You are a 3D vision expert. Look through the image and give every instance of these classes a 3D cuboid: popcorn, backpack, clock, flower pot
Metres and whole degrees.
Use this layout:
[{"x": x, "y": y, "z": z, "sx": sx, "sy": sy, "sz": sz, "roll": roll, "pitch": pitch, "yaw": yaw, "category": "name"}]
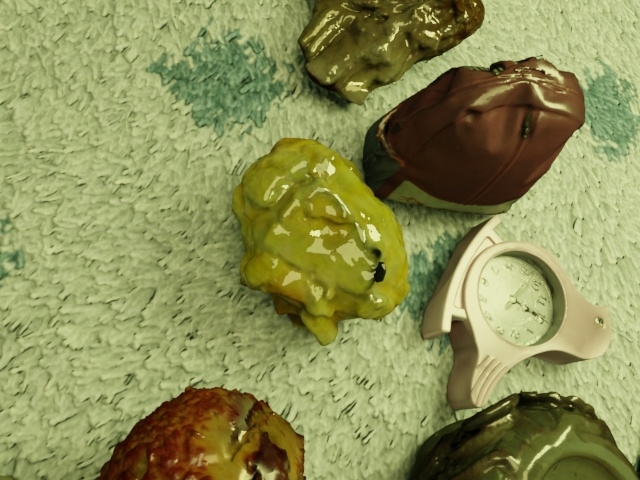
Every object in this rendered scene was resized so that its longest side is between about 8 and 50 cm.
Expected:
[{"x": 0.000, "y": 0.000, "z": 0.812, "sx": 0.286, "sy": 0.215, "sz": 0.252, "roll": 45, "pitch": 62, "yaw": -2, "category": "popcorn"}, {"x": 0.229, "y": -0.162, "z": 0.861, "sx": 0.283, "sy": 0.317, "sz": 0.197, "roll": 0, "pitch": 72, "yaw": -13, "category": "backpack"}, {"x": 0.300, "y": 0.147, "z": 0.912, "sx": 0.275, "sy": 0.080, "sz": 0.290, "roll": 35, "pitch": 69, "yaw": -2, "category": "clock"}, {"x": 0.265, "y": 0.344, "z": 0.760, "sx": 0.301, "sy": 0.213, "sz": 0.302, "roll": 7, "pitch": 71, "yaw": -20, "category": "flower pot"}]

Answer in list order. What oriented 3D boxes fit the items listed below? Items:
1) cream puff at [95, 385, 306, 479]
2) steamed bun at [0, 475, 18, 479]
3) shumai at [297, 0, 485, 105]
[{"x": -0.135, "y": 0.320, "z": 0.623, "sx": 0.228, "sy": 0.350, "sz": 0.350, "roll": 6, "pitch": 71, "yaw": 7, "category": "cream puff"}, {"x": -0.401, "y": 0.379, "z": 0.597, "sx": 0.320, "sy": 0.206, "sz": 0.275, "roll": 2, "pitch": 60, "yaw": 14, "category": "steamed bun"}, {"x": 0.089, "y": -0.380, "z": 1.003, "sx": 0.346, "sy": 0.217, "sz": 0.283, "roll": 28, "pitch": 101, "yaw": 9, "category": "shumai"}]
